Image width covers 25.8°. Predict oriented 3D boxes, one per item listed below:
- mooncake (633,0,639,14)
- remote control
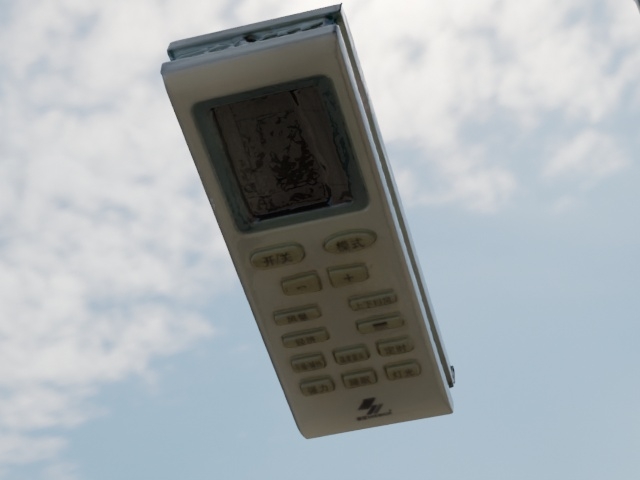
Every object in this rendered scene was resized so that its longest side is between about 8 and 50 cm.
[{"bbox_3d":[0.312,-0.264,0.753,0.201,0.378,0.378,-11,-29,-25],"label":"mooncake"},{"bbox_3d":[0.000,0.000,0.833,0.103,0.055,0.277,-11,-56,12],"label":"remote control"}]
